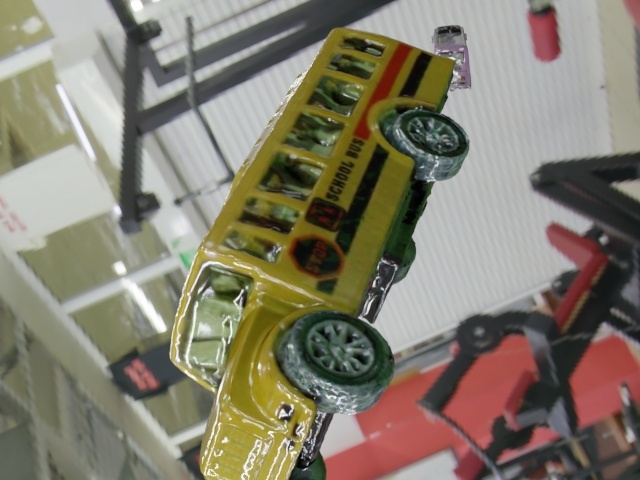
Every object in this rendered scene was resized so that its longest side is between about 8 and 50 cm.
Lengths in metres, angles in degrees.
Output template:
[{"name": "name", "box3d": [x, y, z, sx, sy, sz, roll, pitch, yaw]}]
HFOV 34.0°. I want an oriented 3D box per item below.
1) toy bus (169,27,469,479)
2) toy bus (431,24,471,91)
[{"name": "toy bus", "box3d": [0.000, 0.000, 0.623, 0.336, 0.123, 0.121, -64, -3, -49]}, {"name": "toy bus", "box3d": [0.122, -0.172, 0.989, 0.131, 0.036, 0.052, -73, -22, -69]}]
